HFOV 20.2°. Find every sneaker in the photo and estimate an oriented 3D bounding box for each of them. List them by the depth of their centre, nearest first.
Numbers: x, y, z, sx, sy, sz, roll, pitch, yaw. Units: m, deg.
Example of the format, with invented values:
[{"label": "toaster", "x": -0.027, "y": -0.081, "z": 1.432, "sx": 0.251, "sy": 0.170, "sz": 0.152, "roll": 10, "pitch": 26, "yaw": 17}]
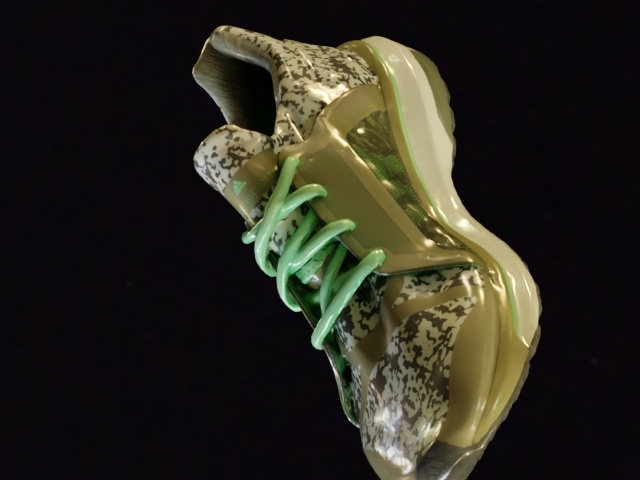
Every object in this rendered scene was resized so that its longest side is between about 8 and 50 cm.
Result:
[{"label": "sneaker", "x": 0.000, "y": 0.000, "z": 1.121, "sx": 0.158, "sy": 0.182, "sz": 0.410, "roll": -57, "pitch": -150, "yaw": 28}]
